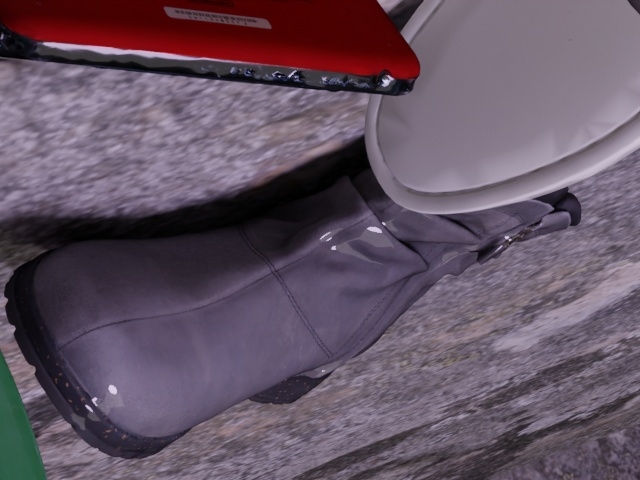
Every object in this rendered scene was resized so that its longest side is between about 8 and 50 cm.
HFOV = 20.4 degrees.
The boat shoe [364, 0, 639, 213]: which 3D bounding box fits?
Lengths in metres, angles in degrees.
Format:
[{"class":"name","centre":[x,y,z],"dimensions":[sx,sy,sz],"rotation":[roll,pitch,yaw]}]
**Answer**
[{"class":"boat shoe","centre":[0.158,-0.107,0.745],"dimensions":[0.319,0.116,0.099],"rotation":[-38,155,27]}]

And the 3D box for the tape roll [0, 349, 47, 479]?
[{"class":"tape roll","centre":[-0.210,0.070,0.427],"dimensions":[0.077,0.321,0.321],"rotation":[-34,161,34]}]

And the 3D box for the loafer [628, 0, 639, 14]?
[{"class":"loafer","centre":[0.248,-0.177,0.585],"dimensions":[0.366,0.130,0.134],"rotation":[-25,144,-6]}]

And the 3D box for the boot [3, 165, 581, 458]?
[{"class":"boot","centre":[0.000,0.000,0.918],"dimensions":[0.222,0.118,0.338],"rotation":[-32,173,20]}]

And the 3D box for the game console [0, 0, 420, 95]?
[{"class":"game console","centre":[-0.060,-0.062,0.595],"dimensions":[0.144,0.124,0.085],"rotation":[3,127,-28]}]
